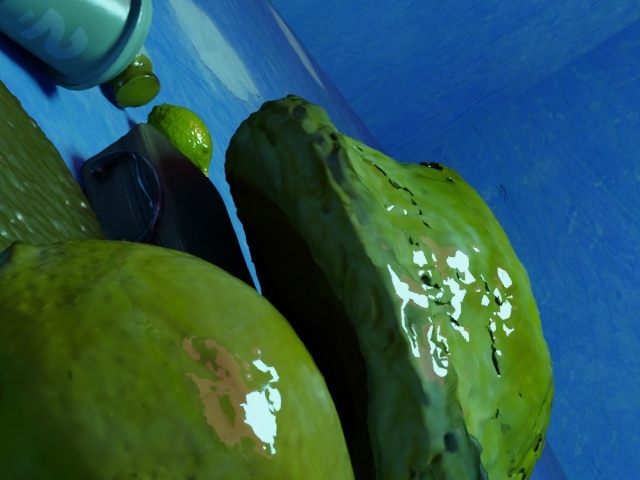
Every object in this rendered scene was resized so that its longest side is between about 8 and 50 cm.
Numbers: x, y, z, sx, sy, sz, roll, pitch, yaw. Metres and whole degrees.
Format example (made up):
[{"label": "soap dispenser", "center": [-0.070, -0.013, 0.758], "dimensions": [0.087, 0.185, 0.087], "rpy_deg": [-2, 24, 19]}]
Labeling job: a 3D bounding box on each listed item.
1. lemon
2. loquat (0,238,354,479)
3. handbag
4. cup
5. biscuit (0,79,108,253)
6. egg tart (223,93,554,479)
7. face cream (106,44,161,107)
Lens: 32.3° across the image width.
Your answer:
[{"label": "lemon", "center": [-0.137, -0.095, 1.088], "dimensions": [0.092, 0.065, 0.065], "rpy_deg": [53, 9, 5]}, {"label": "loquat", "center": [-0.076, 0.101, 0.497], "dimensions": [0.234, 0.176, 0.187], "rpy_deg": [54, 26, -3]}, {"label": "handbag", "center": [-0.117, 0.002, 0.870], "dimensions": [0.151, 0.072, 0.193], "rpy_deg": [47, 16, -45]}, {"label": "cup", "center": [-0.217, -0.199, 0.893], "dimensions": [0.141, 0.120, 0.120], "rpy_deg": [34, 25, -49]}, {"label": "biscuit", "center": [-0.204, -0.033, 0.641], "dimensions": [0.262, 0.037, 0.262], "rpy_deg": [55, 11, -15]}, {"label": "egg tart", "center": [0.062, 0.085, 0.867], "dimensions": [0.443, 0.178, 0.443], "rpy_deg": [162, -90, -82]}, {"label": "face cream", "center": [-0.215, -0.214, 1.112], "dimensions": [0.182, 0.051, 0.072], "rpy_deg": [61, 9, 25]}]
